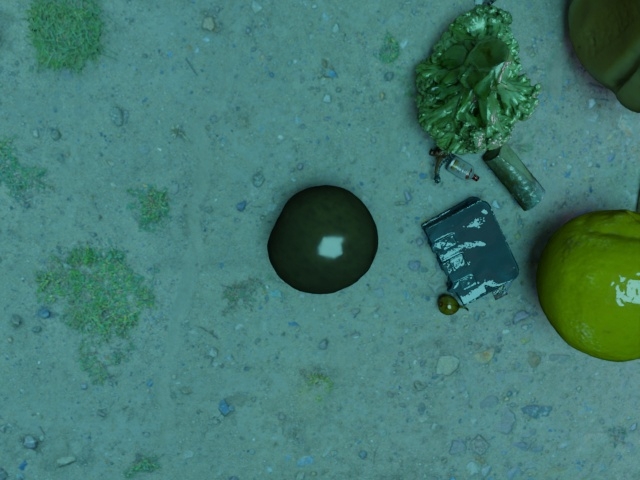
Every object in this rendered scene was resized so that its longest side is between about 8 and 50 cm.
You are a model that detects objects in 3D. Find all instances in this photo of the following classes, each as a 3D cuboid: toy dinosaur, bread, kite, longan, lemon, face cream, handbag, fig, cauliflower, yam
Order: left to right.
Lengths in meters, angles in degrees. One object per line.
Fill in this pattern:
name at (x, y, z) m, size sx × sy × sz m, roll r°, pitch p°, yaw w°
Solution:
longan at (0.000, 0.000, 1.289) m, size 0.247 × 0.248 × 0.249 m, roll -1°, pitch 106°, yaw -5°
toy dinosaur at (0.281, -0.205, 1.338) m, size 0.055 × 0.049 × 0.154 m, roll 13°, pitch 96°, yaw -14°
fig at (0.327, 0.162, 1.449) m, size 0.083 × 0.050 × 0.050 m, roll 13°, pitch 104°, yaw -23°
face cream at (0.333, -0.163, 1.369) m, size 0.083 × 0.021 × 0.040 m, roll 28°, pitch 102°, yaw -13°
handbag at (0.353, 0.027, 1.407) m, size 0.179 × 0.062 × 0.229 m, roll -29°, pitch 106°, yaw 6°
cauliflower at (0.317, -0.323, 1.202) m, size 0.272 × 0.250 × 0.275 m, roll -34°, pitch 85°, yaw 3°
kite at (0.458, 0.116, 1.469) m, size 0.044 × 0.002 × 0.078 m, roll 41°, pitch 99°, yaw -14°
yam at (0.450, -0.148, 1.362) m, size 0.068 × 0.068 × 0.169 m, roll -41°, pitch 106°, yaw 7°
lemon at (0.654, 0.099, 1.321) m, size 0.347 × 0.348 × 0.349 m, roll -1°, pitch 106°, yaw -5°
bread at (0.665, -0.450, 1.135) m, size 0.252 × 0.376 × 0.348 m, roll -24°, pitch 75°, yaw -4°

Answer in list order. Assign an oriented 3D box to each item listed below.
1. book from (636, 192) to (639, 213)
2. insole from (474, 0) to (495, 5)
book at (0.903, 0.011, 1.470) m, size 0.262 × 0.028 × 0.375 m, roll -2°, pitch 105°, yaw -6°
insole at (0.386, -0.569, 1.270) m, size 0.053 × 0.002 × 0.153 m, roll 30°, pitch 101°, yaw -12°
